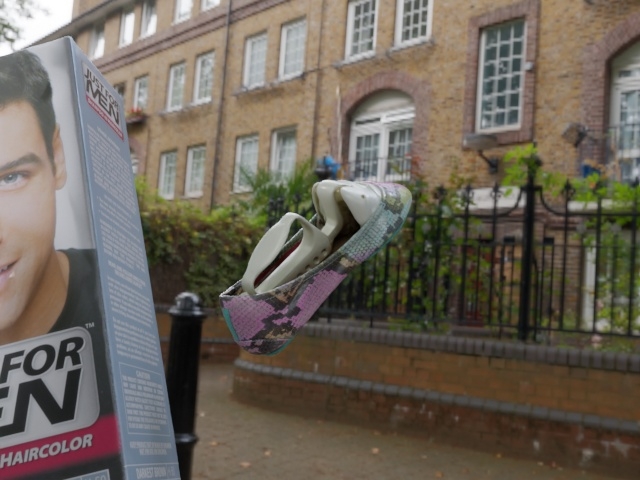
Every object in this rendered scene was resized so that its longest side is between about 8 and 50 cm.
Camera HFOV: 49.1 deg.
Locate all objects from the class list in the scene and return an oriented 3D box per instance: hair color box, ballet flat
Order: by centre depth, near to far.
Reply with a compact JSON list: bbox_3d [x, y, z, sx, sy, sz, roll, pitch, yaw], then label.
[{"bbox_3d":[-0.238,0.047,0.552,0.185,0.375,0.114,-15,-19,4],"label":"hair color box"},{"bbox_3d":[0.000,0.000,0.595,0.076,0.221,0.079,13,-41,47],"label":"ballet flat"}]
